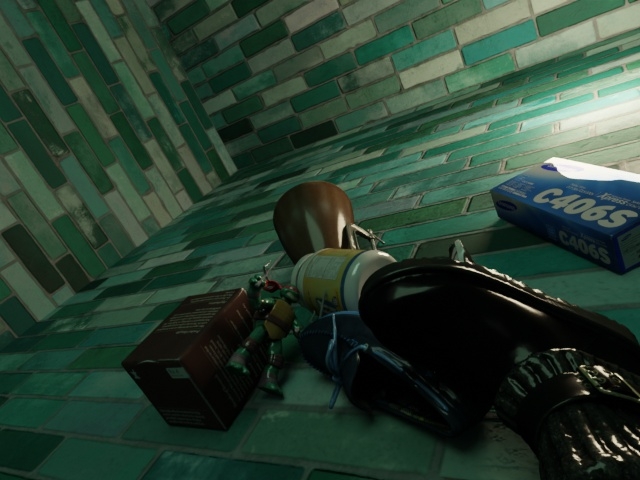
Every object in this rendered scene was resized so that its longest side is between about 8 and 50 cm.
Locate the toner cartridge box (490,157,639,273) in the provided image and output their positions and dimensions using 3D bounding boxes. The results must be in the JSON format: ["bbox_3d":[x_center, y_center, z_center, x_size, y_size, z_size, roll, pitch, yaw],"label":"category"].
[{"bbox_3d":[0.486,-0.066,0.862,0.165,0.075,0.348,-26,21,-3],"label":"toner cartridge box"}]

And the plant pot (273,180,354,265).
[{"bbox_3d":[0.000,0.000,1.141,0.215,0.215,0.230,-25,35,5],"label":"plant pot"}]

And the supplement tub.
[{"bbox_3d":[0.048,0.088,0.918,0.144,0.144,0.200,-40,24,-32],"label":"supplement tub"}]

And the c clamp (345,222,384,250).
[{"bbox_3d":[0.115,0.016,1.081,0.022,0.137,0.160,-43,27,27],"label":"c clamp"}]

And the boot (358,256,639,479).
[{"bbox_3d":[0.191,0.150,0.453,0.348,0.131,0.260,14,30,8],"label":"boot"}]

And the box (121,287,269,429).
[{"bbox_3d":[-0.220,0.221,0.887,0.168,0.167,0.203,-11,26,34],"label":"box"}]

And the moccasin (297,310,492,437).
[{"bbox_3d":[0.074,0.182,0.671,0.342,0.137,0.117,-3,24,48],"label":"moccasin"}]

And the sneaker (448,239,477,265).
[{"bbox_3d":[0.250,0.060,0.860,0.077,0.072,0.178,-31,13,20],"label":"sneaker"}]

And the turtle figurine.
[{"bbox_3d":[-0.076,0.153,0.857,0.234,0.175,0.118,-66,9,-28],"label":"turtle figurine"}]
